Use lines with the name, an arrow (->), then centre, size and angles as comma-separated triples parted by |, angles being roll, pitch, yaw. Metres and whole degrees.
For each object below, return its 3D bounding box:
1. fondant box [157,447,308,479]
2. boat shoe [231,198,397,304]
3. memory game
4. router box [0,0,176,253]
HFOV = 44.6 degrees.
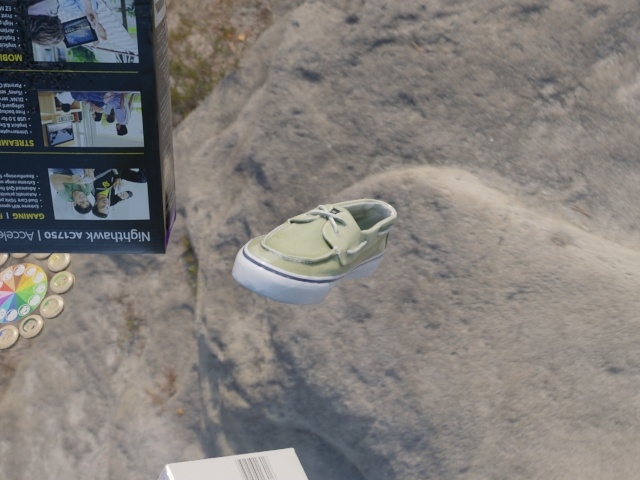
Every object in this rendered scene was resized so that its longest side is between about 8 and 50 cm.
fondant box -> -0.190, 0.490, 1.290 | 0.330, 0.238, 0.096 | -61, 43, 30
boat shoe -> 0.000, 0.000, 0.933 | 0.109, 0.302, 0.094 | 29, 109, 20
memory game -> -0.443, 0.072, 1.131 | 0.186, 0.012, 0.186 | -7, 57, 10
router box -> -0.162, -0.060, 0.364 | 0.179, 0.046, 0.133 | 1, 118, -4
